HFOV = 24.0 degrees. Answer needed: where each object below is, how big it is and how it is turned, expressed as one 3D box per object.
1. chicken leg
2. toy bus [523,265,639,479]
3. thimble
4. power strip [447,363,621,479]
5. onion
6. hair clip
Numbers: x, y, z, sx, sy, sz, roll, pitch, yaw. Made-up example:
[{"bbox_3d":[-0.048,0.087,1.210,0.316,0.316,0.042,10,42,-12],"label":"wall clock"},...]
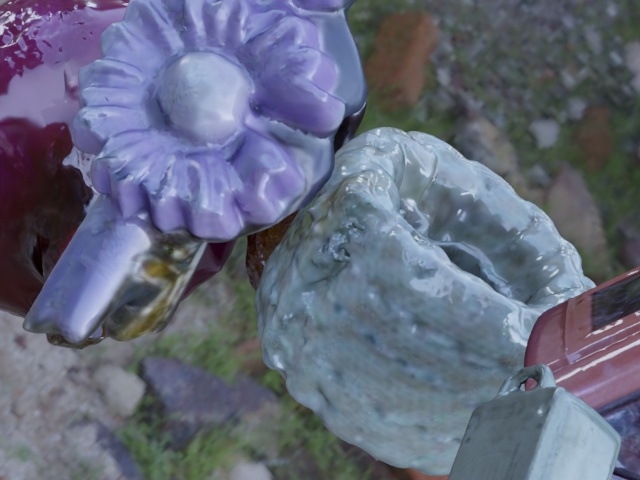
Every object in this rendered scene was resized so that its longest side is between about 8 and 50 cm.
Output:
[{"bbox_3d":[0.000,0.000,1.579,0.158,0.407,0.096,-28,54,-17],"label":"chicken leg"},{"bbox_3d":[0.351,0.067,0.929,0.233,0.427,0.203,61,15,-7],"label":"toy bus"},{"bbox_3d":[0.084,0.051,1.307,0.291,0.195,0.291,26,26,-14],"label":"thimble"},{"bbox_3d":[0.073,0.184,0.711,0.052,0.078,0.272,38,58,-21],"label":"power strip"},{"bbox_3d":[-0.231,-0.045,1.563,0.398,0.398,0.420,16,25,-30],"label":"onion"},{"bbox_3d":[-0.025,-0.086,0.587,0.106,0.292,0.084,23,-6,16],"label":"hair clip"}]
